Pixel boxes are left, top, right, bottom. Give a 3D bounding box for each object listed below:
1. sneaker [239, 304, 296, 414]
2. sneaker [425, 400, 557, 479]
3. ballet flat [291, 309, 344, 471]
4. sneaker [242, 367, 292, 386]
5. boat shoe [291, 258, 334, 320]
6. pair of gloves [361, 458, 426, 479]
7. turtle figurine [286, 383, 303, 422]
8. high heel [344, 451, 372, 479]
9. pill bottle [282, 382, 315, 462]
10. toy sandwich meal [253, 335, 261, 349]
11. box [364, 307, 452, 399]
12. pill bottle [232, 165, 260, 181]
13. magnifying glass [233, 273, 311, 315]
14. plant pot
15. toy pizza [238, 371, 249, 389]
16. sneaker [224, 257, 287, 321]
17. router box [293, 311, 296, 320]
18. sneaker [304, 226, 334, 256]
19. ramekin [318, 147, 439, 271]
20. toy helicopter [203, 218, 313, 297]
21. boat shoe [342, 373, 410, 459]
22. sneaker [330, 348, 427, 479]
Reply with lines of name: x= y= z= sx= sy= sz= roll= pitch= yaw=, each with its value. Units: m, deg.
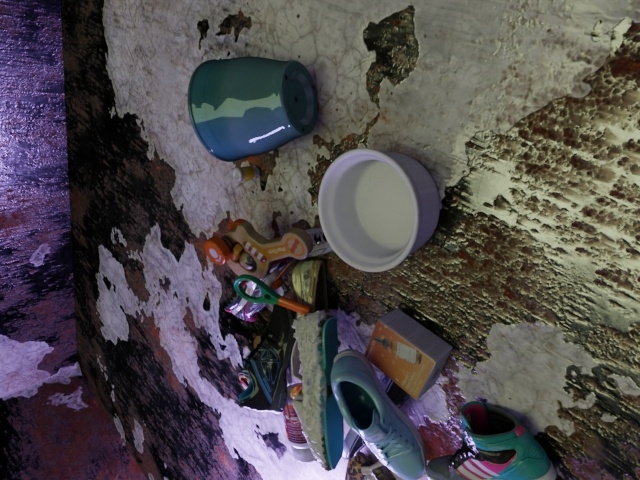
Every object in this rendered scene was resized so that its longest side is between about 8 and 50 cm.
sneaker: x=-0.155 y=0.343 z=1.276 sx=0.125 sy=0.139 sz=0.341 roll=160 pitch=119 yaw=-74
sneaker: x=0.341 y=0.459 z=0.960 sx=0.295 sy=0.123 sz=0.179 roll=-27 pitch=88 yaw=36
ballet flat: x=-0.013 y=0.390 z=1.149 sx=0.146 sy=0.146 sz=0.410 roll=-4 pitch=86 yaw=44
sneaker: x=-0.183 y=0.487 z=1.502 sx=0.228 sy=0.086 sz=0.132 roll=-22 pitch=89 yaw=44
boat shoe: x=-0.014 y=0.197 z=1.240 sx=0.089 sy=0.104 sz=0.286 roll=-9 pitch=94 yaw=27
pair of gloves: x=0.238 y=0.706 z=1.171 sx=0.204 sy=0.042 sz=0.240 roll=-35 pitch=78 yaw=33
turtle figurine: x=0.003 y=0.446 z=1.238 sx=0.217 sy=0.087 sz=0.270 roll=9 pitch=107 yaw=3
high heel: x=0.065 y=0.742 z=1.323 sx=0.261 sy=0.093 sz=0.186 roll=-28 pitch=89 yaw=28
pill bottle: x=-0.056 y=0.587 z=1.382 sx=0.121 sy=0.121 sz=0.221 roll=0 pitch=102 yaw=44
toy sandwich meal: x=-0.210 y=0.382 z=1.536 sx=0.085 sy=0.029 sz=0.086 roll=7 pitch=99 yaw=51
box: x=0.213 y=0.276 z=1.056 sx=0.170 sy=0.091 sz=0.130 roll=33 pitch=123 yaw=32
pill bottle: x=-0.231 y=-0.211 z=1.341 sx=0.043 sy=0.083 sz=0.044 roll=15 pitch=112 yaw=40
magnifying glass: x=-0.137 y=0.158 z=1.204 sx=0.230 sy=0.026 sz=0.092 roll=21 pitch=131 yaw=10
plant pot: x=-0.157 y=-0.353 z=1.119 sx=0.255 sy=0.271 sz=0.272 roll=1 pitch=103 yaw=29
toy pizza: x=-0.222 y=0.549 z=1.532 sx=0.201 sy=0.032 sz=0.201 roll=28 pitch=146 yaw=21
sneaker: x=-0.195 y=0.148 z=1.408 sx=0.112 sy=0.121 sz=0.299 roll=34 pitch=121 yaw=-12
router box: x=-0.067 y=0.276 z=1.359 sx=0.092 sy=0.038 sz=0.123 roll=37 pitch=125 yaw=31
sneaker: x=0.000 y=0.000 z=1.183 sx=0.237 sy=0.086 sz=0.085 roll=-18 pitch=88 yaw=44
ramekin: x=0.138 y=-0.076 z=0.994 sx=0.277 sy=0.135 sz=0.278 roll=14 pitch=110 yaw=40
toy helicopter: x=-0.148 y=0.047 z=1.195 sx=0.354 sy=0.140 sz=0.235 roll=-13 pitch=111 yaw=44
boat shoe: x=0.150 y=0.507 z=1.175 sx=0.104 sy=0.113 sz=0.307 roll=31 pitch=109 yaw=16
sneaker: x=0.129 y=0.451 z=1.034 sx=0.135 sy=0.150 sz=0.366 roll=-36 pitch=90 yaw=18
